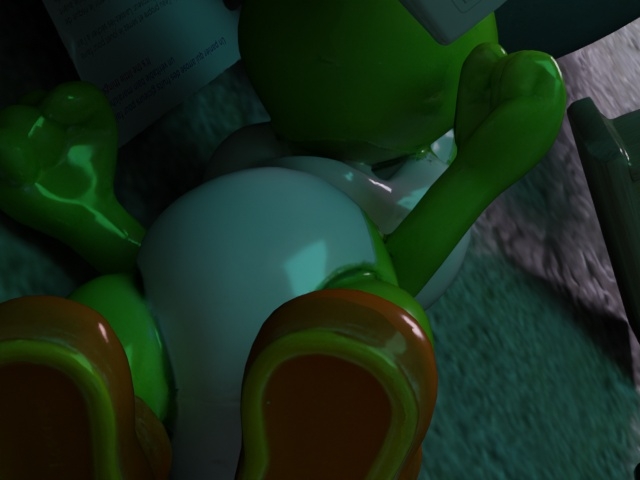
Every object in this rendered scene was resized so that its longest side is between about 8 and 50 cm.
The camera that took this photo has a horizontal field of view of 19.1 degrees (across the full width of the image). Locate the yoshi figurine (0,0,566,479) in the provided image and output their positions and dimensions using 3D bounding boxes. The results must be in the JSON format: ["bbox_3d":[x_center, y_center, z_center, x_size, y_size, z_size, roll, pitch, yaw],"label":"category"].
[{"bbox_3d":[-0.009,-0.025,0.747,0.203,0.203,0.362,43,25,-7],"label":"yoshi figurine"}]

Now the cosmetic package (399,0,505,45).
[{"bbox_3d":[0.000,-0.230,0.708,0.225,0.138,0.224,48,6,-37],"label":"cosmetic package"}]

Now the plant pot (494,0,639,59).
[{"bbox_3d":[0.107,-0.212,0.982,0.290,0.195,0.290,8,90,-72],"label":"plant pot"}]

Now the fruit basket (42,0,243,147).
[{"bbox_3d":[-0.113,-0.252,0.919,0.327,0.165,0.353,-48,120,-57],"label":"fruit basket"}]

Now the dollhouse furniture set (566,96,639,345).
[{"bbox_3d":[0.264,-0.129,1.242,0.394,0.256,0.362,-107,176,-54],"label":"dollhouse furniture set"}]

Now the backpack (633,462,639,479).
[{"bbox_3d":[0.259,0.214,0.895,0.253,0.191,0.225,22,43,-36],"label":"backpack"}]
